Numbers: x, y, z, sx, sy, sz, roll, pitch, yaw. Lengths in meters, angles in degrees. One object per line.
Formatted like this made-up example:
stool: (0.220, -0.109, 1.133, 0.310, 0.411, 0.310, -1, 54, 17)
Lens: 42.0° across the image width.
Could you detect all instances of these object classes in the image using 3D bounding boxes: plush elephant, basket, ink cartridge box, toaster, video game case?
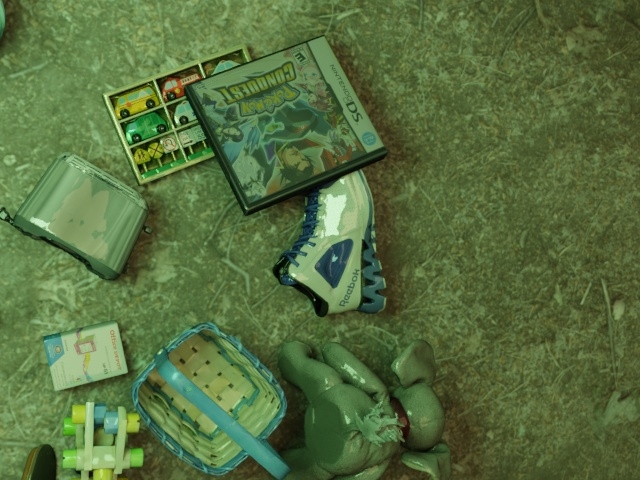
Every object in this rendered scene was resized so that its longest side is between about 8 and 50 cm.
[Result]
plush elephant: (0.100, 0.311, 1.467, 0.255, 0.330, 0.271, 5, 81, -37)
basket: (-0.171, 0.263, 1.343, 0.201, 0.289, 0.255, -46, 103, -13)
ink cartridge box: (-0.391, 0.190, 1.391, 0.123, 0.052, 0.088, -13, 94, -20)
toaster: (-0.390, -0.043, 1.353, 0.227, 0.129, 0.146, 32, 76, -15)
video game case: (-0.058, -0.204, 1.433, 0.275, 0.035, 0.248, -24, 79, -17)

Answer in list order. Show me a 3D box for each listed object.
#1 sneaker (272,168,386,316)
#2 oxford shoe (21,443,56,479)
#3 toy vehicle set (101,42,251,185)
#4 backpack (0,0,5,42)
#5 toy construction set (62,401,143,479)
sneaker: (0.000, 0.001, 1.487, 0.182, 0.127, 0.315, -15, 97, -21)
oxford shoe: (-0.489, 0.434, 1.354, 0.076, 0.076, 0.212, 7, 75, 20)
toy vehicle set: (-0.224, -0.221, 1.455, 0.267, 0.035, 0.166, -25, 98, -18)
backpack: (-0.578, -0.354, 1.215, 0.191, 0.253, 0.225, -28, 99, -17)
toy construction set: (-0.360, 0.408, 1.317, 0.151, 0.215, 0.327, 17, 85, -18)
